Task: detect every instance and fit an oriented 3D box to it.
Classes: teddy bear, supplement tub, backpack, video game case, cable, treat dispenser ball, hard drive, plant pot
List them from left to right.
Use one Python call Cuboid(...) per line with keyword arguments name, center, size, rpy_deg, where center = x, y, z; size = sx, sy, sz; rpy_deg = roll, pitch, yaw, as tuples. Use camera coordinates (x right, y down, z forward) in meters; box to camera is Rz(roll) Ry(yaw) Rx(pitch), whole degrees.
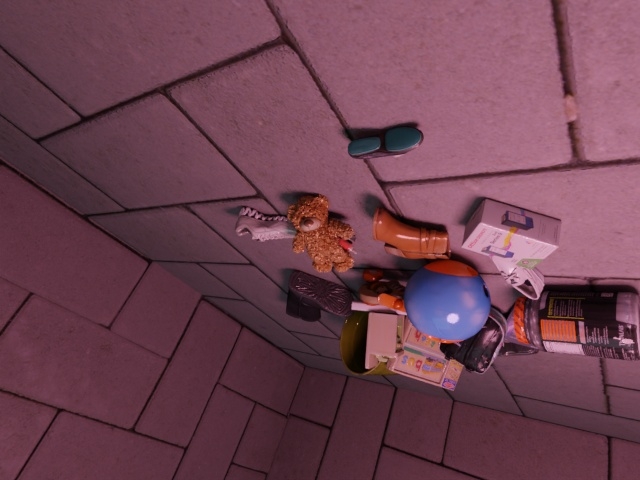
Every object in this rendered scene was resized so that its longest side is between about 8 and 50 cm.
Cuboid(name="teddy bear", center=(0.000, 0.000, 1.444), size=(0.245, 0.113, 0.337), rpy_deg=(13, 136, 19))
Cuboid(name="cable", center=(0.018, -0.023, 1.516), size=(0.287, 0.072, 0.139), rpy_deg=(31, 153, -16))
Cuboid(name="hard drive", center=(0.305, 0.292, 1.767), size=(0.308, 0.040, 0.203), rpy_deg=(4, 177, 13))
Cuboid(name="plant pot", center=(0.347, 0.518, 2.009), size=(0.353, 0.365, 0.367), rpy_deg=(23, 155, -29))
Cuboid(name="treat dispenser ball", center=(0.438, 0.210, 1.397), size=(0.289, 0.288, 0.288), rpy_deg=(17, 152, 9))
Cuboid(name="backpack", center=(0.629, 0.375, 1.624), size=(0.225, 0.191, 0.253), rpy_deg=(28, 119, 28))
Cuboid(name="video game case", center=(0.837, 0.344, 1.585), size=(0.196, 0.026, 0.274), rpy_deg=(14, 143, 16))
Cuboid(name="supplement tub", center=(0.831, 0.268, 1.301), size=(0.338, 0.207, 0.207), rpy_deg=(-4, 143, 42))

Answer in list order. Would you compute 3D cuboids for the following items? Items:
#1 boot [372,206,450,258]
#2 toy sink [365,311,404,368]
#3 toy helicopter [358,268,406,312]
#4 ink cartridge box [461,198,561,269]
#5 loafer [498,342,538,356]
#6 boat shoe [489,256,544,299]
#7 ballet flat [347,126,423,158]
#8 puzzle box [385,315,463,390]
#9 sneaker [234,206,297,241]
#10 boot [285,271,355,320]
Cuboid(name="boot", center=(0.294, -0.014, 1.288), size=(0.220, 0.108, 0.283), rpy_deg=(7, 151, 30))
Cuboid(name="toy sink", center=(0.279, 0.426, 1.693), size=(0.131, 0.233, 0.153), rpy_deg=(2, 171, 24))
Cuboid(name="toy helicopter", center=(0.332, 0.214, 1.598), size=(0.356, 0.140, 0.235), rpy_deg=(1, -166, 4))
Cuboid(name="ink cartridge box", center=(0.533, -0.016, 1.135), size=(0.213, 0.093, 0.154), rpy_deg=(20, 153, 8))
Cuboid(name="loafer", center=(0.846, 0.492, 1.824), size=(0.268, 0.096, 0.084), rpy_deg=(-9, 146, 42))
Cuboid(name="boat shoe", center=(0.632, 0.104, 1.284), size=(0.258, 0.084, 0.095), rpy_deg=(32, 151, -19))
Cuboid(name="ballet flat", center=(0.170, -0.244, 1.026), size=(0.203, 0.074, 0.074), rpy_deg=(-3, 144, 30))
Cuboid(name="puzzle box", center=(0.512, 0.519, 1.852), size=(0.409, 0.271, 0.052), rpy_deg=(24, 177, -26))
Cuboid(name="sneaker", center=(-0.206, -0.041, 1.604), size=(0.293, 0.118, 0.110), rpy_deg=(12, 149, 15))
Cuboid(name="boot", center=(-0.014, 0.354, 2.133), size=(0.367, 0.146, 0.445), rpy_deg=(28, 150, 9))
